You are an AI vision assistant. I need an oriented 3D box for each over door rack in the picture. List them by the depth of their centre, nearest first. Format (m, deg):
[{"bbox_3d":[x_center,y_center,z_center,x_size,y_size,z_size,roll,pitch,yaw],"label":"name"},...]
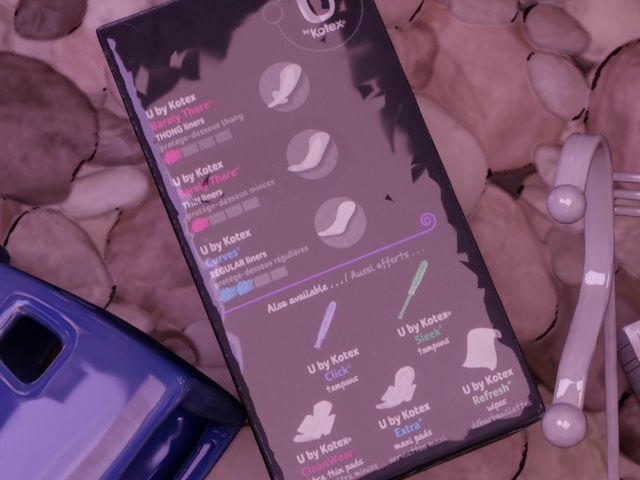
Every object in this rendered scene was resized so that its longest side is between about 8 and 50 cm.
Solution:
[{"bbox_3d":[0.236,0.107,0.831,0.239,0.324,0.108,6,39,24],"label":"over door rack"}]

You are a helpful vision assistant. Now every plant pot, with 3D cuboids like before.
[{"bbox_3d":[-0.197,0.108,0.905,0.212,0.236,0.236,38,84,11],"label":"plant pot"}]

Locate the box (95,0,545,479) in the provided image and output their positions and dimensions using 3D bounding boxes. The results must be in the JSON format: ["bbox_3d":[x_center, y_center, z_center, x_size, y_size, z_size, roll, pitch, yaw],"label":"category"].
[{"bbox_3d":[0.000,0.000,0.948,0.143,0.165,0.270,-22,83,-3],"label":"box"}]

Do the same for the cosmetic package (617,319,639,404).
[{"bbox_3d":[0.294,0.049,0.993,0.239,0.060,0.099,-23,82,-3],"label":"cosmetic package"}]
